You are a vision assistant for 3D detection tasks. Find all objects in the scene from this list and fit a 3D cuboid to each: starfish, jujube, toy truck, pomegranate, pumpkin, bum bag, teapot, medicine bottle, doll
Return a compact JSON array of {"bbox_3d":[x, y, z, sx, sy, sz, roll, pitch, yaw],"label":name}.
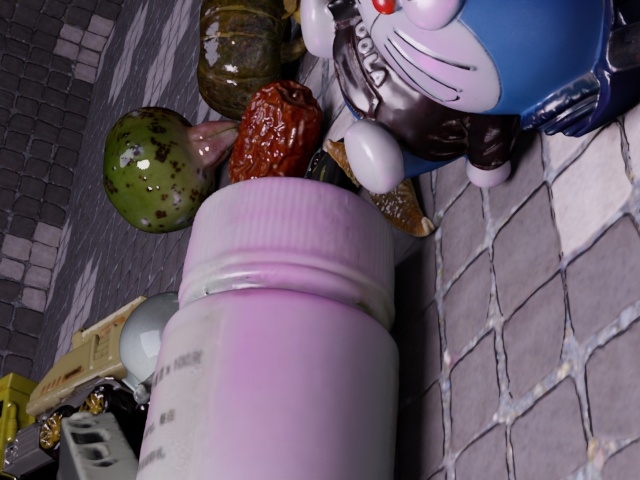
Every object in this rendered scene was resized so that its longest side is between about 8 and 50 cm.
[{"bbox_3d":[0.080,-0.098,1.118,0.247,0.050,0.138,47,118,54],"label":"starfish"},{"bbox_3d":[-0.058,-0.121,1.434,0.112,0.109,0.176,-40,-19,-46],"label":"jujube"},{"bbox_3d":[-0.347,0.252,1.579,0.405,0.180,0.254,-30,45,28],"label":"toy truck"},{"bbox_3d":[-0.235,-0.132,1.821,0.248,0.214,0.214,-29,34,14],"label":"pomegranate"},{"bbox_3d":[-0.097,-0.276,1.615,0.219,0.162,0.219,1,-90,-89],"label":"pumpkin"},{"bbox_3d":[0.000,0.000,1.225,0.107,0.060,0.232,126,157,-62],"label":"bum bag"},{"bbox_3d":[-0.150,0.152,1.284,0.129,0.193,0.294,-48,-8,-12],"label":"teapot"},{"bbox_3d":[-0.042,0.154,0.963,0.219,0.219,0.388,-45,34,52],"label":"medicine bottle"},{"bbox_3d":[0.119,-0.190,0.834,0.284,0.240,0.310,58,158,13],"label":"doll"}]

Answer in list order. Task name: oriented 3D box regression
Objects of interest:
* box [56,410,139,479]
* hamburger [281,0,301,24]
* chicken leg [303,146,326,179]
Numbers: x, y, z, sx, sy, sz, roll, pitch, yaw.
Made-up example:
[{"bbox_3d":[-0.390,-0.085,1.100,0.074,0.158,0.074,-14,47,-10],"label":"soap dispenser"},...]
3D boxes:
[{"bbox_3d":[-0.226,0.401,1.232,0.367,0.090,0.373,-164,66,-70],"label":"box"},{"bbox_3d":[0.050,-0.346,1.272,0.237,0.149,0.237,-169,90,-77],"label":"hamburger"},{"bbox_3d":[-0.051,-0.019,1.399,0.253,0.051,0.106,-44,28,47],"label":"chicken leg"}]
